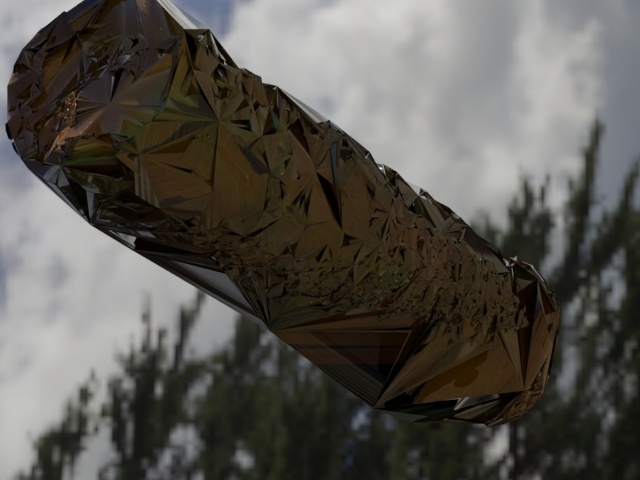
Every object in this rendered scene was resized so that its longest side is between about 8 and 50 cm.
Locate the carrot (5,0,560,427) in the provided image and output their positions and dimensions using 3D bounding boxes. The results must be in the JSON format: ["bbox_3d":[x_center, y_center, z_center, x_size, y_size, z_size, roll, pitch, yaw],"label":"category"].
[{"bbox_3d":[0.000,-0.001,0.483,0.228,0.069,0.069,35,-124,-52],"label":"carrot"}]
